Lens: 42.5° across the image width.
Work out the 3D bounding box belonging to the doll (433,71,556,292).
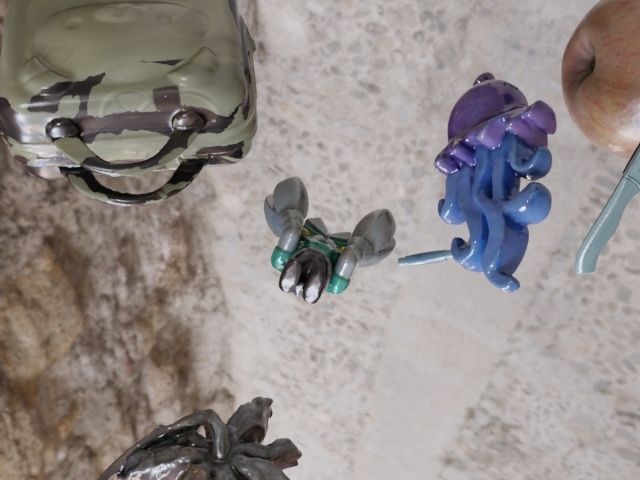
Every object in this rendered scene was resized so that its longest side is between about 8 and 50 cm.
[{"bbox_3d":[0.129,-0.049,0.620,0.067,0.206,0.110,29,141,-33],"label":"doll"}]

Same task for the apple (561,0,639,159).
[{"bbox_3d":[0.602,-0.317,1.562,0.269,0.345,0.345,-2,141,8],"label":"apple"}]

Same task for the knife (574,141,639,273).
[{"bbox_3d":[0.307,-0.054,0.815,0.028,0.015,0.210,22,114,-2],"label":"knife"}]

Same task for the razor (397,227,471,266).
[{"bbox_3d":[0.183,0.026,1.283,0.135,0.040,0.068,-11,126,29],"label":"razor"}]

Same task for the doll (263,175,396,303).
[{"bbox_3d":[0.018,0.008,1.171,0.195,0.153,0.258,20,-162,-24],"label":"doll"}]

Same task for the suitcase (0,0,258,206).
[{"bbox_3d":[-0.257,-0.207,1.123,0.351,0.339,0.194,-5,145,-6],"label":"suitcase"}]

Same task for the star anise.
[{"bbox_3d":[-0.167,0.360,1.245,0.315,0.359,0.139,17,135,18],"label":"star anise"}]
